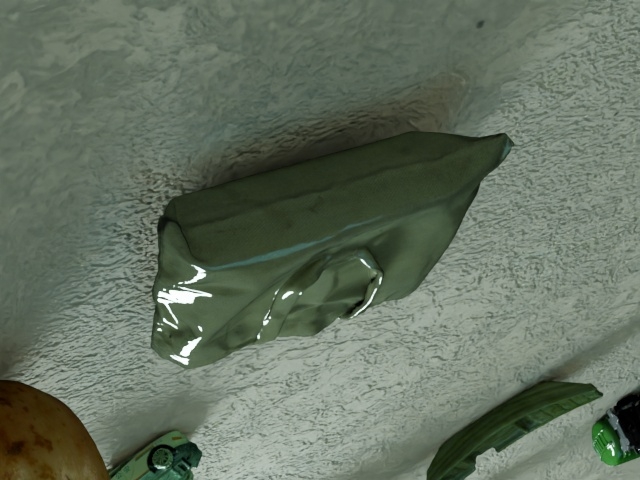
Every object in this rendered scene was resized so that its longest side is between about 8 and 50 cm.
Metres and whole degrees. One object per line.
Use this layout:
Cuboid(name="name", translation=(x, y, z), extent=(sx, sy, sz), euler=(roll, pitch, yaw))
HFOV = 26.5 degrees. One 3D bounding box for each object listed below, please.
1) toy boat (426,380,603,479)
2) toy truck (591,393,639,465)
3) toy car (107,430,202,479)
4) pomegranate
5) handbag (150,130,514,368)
Cuboid(name="toy boat", translation=(0.277, 0.279, 2.002), extent=(0.293, 0.055, 0.093), euler=(-34, 151, 14))
Cuboid(name="toy truck", translation=(0.573, 0.300, 2.264), extent=(0.243, 0.101, 0.125), euler=(-17, 156, -14))
Cuboid(name="toy car", translation=(-0.221, 0.285, 1.556), extent=(0.186, 0.058, 0.093), euler=(-39, 153, -5))
Cuboid(name="pomegranate", translation=(-0.297, 0.245, 1.231), extent=(0.248, 0.248, 0.248), euler=(-22, 152, -12))
Cuboid(name="handbag", translation=(-0.004, 0.003, 1.217), extent=(0.316, 0.109, 0.253), euler=(-18, 156, -20))
